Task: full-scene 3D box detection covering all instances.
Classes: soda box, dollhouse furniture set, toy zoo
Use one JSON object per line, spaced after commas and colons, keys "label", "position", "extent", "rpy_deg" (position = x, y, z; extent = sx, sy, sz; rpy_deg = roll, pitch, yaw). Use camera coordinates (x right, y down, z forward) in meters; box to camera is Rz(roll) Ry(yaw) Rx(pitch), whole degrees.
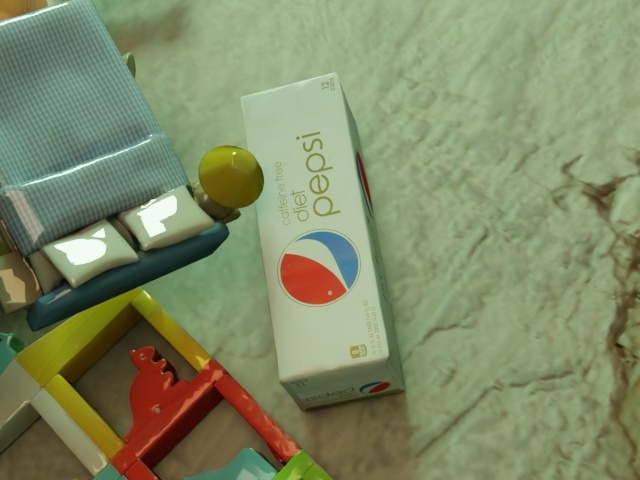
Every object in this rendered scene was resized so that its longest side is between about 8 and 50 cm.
{"label": "soda box", "position": [0.000, 0.000, 0.873], "extent": [0.074, 0.069, 0.216], "rpy_deg": [-13, 62, 7]}
{"label": "dollhouse furniture set", "position": [-0.202, -0.103, 0.768], "extent": [0.303, 0.198, 0.286], "rpy_deg": [-22, 80, -29]}
{"label": "toy zoo", "position": [-0.127, 0.155, 0.851], "extent": [0.192, 0.030, 0.293], "rpy_deg": [-44, 64, -9]}

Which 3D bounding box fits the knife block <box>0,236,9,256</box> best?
{"label": "knife block", "position": [-0.365, 0.028, 0.906], "extent": [0.276, 0.242, 0.088], "rpy_deg": [-15, 77, -33]}

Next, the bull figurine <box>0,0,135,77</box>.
{"label": "bull figurine", "position": [-0.213, -0.177, 0.982], "extent": [0.188, 0.101, 0.310], "rpy_deg": [1, 76, 12]}
